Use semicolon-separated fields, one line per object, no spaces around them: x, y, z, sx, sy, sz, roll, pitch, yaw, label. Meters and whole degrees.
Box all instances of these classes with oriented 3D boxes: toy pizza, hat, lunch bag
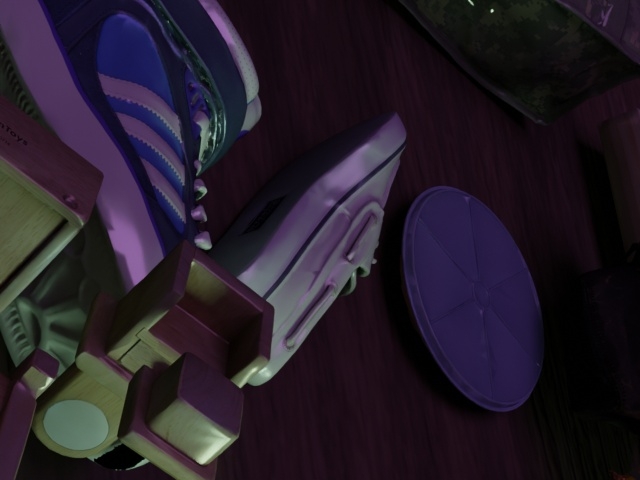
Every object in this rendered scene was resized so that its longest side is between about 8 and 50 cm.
0.126;0.051;1.122;0.201;0.032;0.201;29;50;-41;toy pizza
0.290;0.100;1.165;0.134;0.331;0.331;0;65;-12;hat
0.182;-0.295;1.280;0.287;0.169;0.235;29;52;-29;lunch bag

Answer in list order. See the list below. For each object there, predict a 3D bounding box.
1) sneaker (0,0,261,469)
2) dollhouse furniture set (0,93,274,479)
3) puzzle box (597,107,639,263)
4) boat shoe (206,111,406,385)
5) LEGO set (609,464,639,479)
-0.093;-0.040;0.811;0.236;0.130;0.322;-12;75;-49;sneaker
-0.187;0.094;0.485;0.303;0.174;0.355;38;26;-20;dollhouse furniture set
0.415;0.084;1.428;0.272;0.052;0.409;26;51;-50;puzzle box
0.000;0.000;0.941;0.088;0.096;0.267;58;37;-17;boat shoe
0.282;0.347;1.023;0.192;0.255;0.331;-27;120;-13;LEGO set
